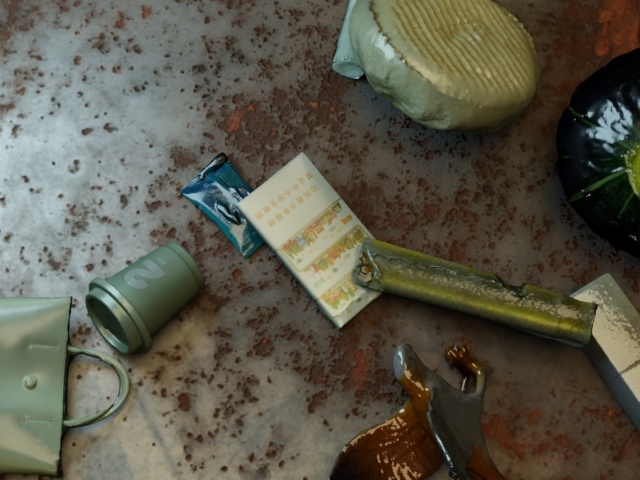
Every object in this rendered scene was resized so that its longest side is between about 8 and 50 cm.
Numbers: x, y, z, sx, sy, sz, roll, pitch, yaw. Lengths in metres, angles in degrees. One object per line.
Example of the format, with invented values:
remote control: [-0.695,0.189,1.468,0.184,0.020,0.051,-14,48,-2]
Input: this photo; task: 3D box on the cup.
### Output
cup: [-0.227,0.074,1.792,0.141,0.120,0.120,-35,77,-25]

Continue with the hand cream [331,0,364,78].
hand cream: [0.067,-0.333,1.965,0.078,0.050,0.204,22,69,-11]

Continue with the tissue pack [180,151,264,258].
tissue pack: [-0.120,-0.051,1.877,0.085,0.028,0.138,-43,76,-14]

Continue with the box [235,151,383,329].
box: [0.000,0.000,1.848,0.122,0.032,0.220,-39,86,-14]

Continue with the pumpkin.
pumpkin: [0.471,-0.125,1.829,0.296,0.296,0.295,1,72,-2]

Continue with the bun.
bun: [0.164,-0.250,1.883,0.287,0.146,0.287,15,45,-15]

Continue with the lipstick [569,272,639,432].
lipstick: [0.452,0.219,1.789,0.076,0.080,0.371,-30,75,-10]

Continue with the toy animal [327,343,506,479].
toy animal: [0.197,0.274,1.731,0.284,0.225,0.302,34,49,-24]

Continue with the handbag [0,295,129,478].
handbag: [-0.407,0.183,1.747,0.315,0.109,0.241,2,75,-4]

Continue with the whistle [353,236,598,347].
whistle: [0.202,0.069,1.784,0.326,0.057,0.068,16,93,12]
